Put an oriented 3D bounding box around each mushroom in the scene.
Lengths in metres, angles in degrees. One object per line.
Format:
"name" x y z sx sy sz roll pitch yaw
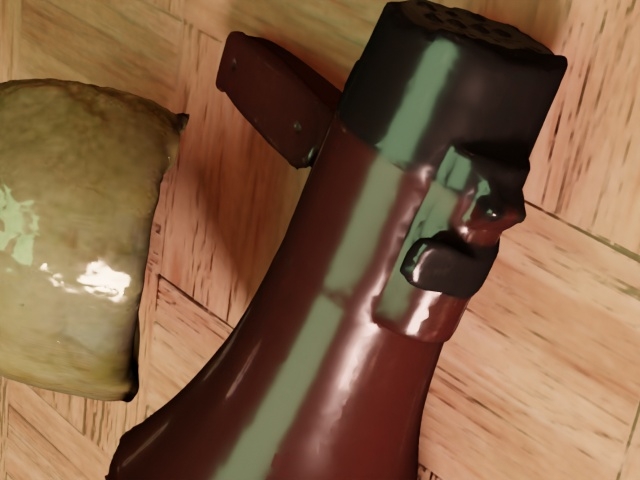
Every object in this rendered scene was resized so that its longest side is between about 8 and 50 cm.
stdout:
"mushroom" -0.185 0.003 0.844 0.267 0.164 0.189 160 118 -78

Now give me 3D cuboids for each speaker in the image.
"speaker" 0.017 0.015 0.754 0.259 0.198 0.329 -104 33 -68
